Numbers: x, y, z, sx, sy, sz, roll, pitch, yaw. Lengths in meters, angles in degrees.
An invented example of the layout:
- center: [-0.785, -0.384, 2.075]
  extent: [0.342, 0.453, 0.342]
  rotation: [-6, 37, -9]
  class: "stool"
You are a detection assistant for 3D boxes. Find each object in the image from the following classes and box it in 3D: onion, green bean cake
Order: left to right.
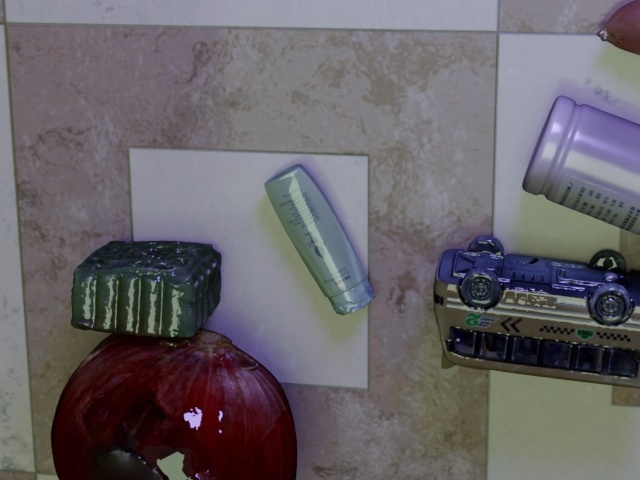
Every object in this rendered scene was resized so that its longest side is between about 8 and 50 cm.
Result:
- center: [-0.230, 0.059, 1.938]
  extent: [0.173, 0.181, 0.094]
  rotation: [4, 105, 13]
  class: "green bean cake"
- center: [-0.191, 0.269, 1.934]
  extent: [0.341, 0.341, 0.341]
  rotation: [3, 107, 10]
  class: "onion"

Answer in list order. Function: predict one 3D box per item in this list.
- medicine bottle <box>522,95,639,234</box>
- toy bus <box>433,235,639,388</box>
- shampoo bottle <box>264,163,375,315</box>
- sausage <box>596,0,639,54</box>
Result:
- center: [0.388, -0.079, 1.803]
  extent: [0.249, 0.133, 0.133]
  rotation: [20, 109, 5]
  class: "medicine bottle"
- center: [0.288, 0.098, 1.874]
  extent: [0.289, 0.139, 0.157]
  rotation: [6, 112, 6]
  class: "toy bus"
- center: [0.000, 0.000, 1.945]
  extent: [0.072, 0.049, 0.212]
  rotation: [-28, 99, 13]
  class: "shampoo bottle"
- center: [0.552, -0.253, 1.740]
  extent: [0.433, 0.088, 0.088]
  rotation: [4, 107, 13]
  class: "sausage"
